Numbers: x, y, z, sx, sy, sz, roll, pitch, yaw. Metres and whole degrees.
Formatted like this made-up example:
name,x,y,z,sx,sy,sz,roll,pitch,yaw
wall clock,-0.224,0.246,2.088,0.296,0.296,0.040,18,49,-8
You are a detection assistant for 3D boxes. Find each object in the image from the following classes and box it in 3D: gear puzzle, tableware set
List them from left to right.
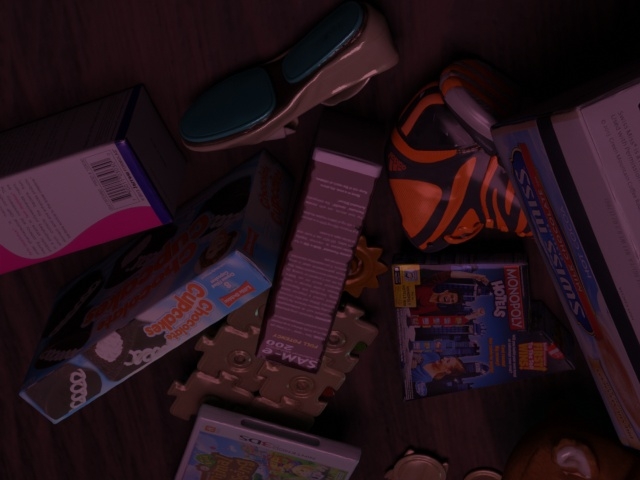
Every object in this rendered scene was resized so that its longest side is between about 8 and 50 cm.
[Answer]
name,x,y,z,sx,sy,sz,roll,pitch,yaw
gear puzzle,-0.037,0.103,1.836,0.175,0.044,0.339,23,125,-14
tableware set,0.154,0.319,1.982,0.168,0.020,0.141,15,125,-2

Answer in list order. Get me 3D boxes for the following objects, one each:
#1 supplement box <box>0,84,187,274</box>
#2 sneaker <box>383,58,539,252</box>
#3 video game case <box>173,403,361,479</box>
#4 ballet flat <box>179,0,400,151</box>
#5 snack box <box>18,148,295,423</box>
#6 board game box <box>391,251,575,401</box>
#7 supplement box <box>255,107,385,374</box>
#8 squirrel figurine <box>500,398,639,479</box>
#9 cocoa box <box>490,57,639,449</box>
name,x,y,z,sx,sy,sz,roll,pitch,yaw
supplement box,-0.266,-0.061,1.701,0.220,0.114,0.111,-16,123,17
sneaker,0.204,-0.035,1.667,0.321,0.124,0.180,39,126,-7
video game case,-0.069,0.275,1.938,0.193,0.023,0.212,16,145,-5
ballet flat,-0.027,-0.147,1.632,0.248,0.086,0.086,-29,118,24
snack box,-0.172,0.049,1.722,0.322,0.187,0.060,-33,116,27
board game box,0.181,0.086,1.782,0.194,0.060,0.194,-1,126,7
supplement box,0.000,0.000,1.668,0.073,0.130,0.239,15,112,-2
squirrel figurine,0.403,0.298,1.794,0.370,0.281,0.397,43,105,2
cocoa box,0.347,0.001,1.477,0.231,0.228,0.347,-25,95,-13
